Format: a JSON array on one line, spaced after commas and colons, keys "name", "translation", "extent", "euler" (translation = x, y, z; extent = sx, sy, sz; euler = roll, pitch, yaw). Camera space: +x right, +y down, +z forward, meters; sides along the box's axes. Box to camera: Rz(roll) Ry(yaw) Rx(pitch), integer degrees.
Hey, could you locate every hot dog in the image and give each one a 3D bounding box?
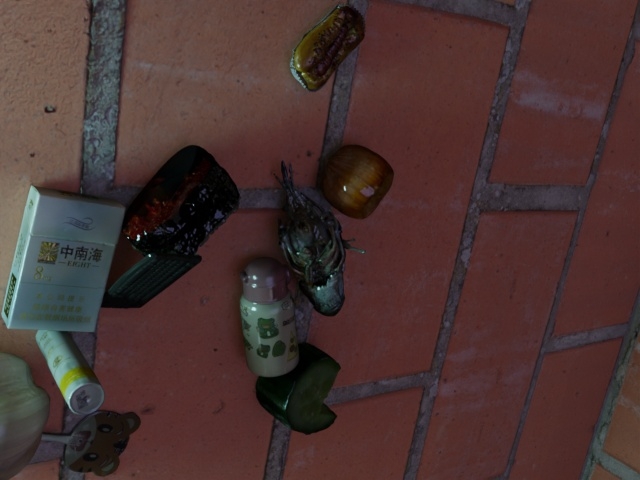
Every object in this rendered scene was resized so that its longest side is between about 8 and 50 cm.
[{"name": "hot dog", "translation": [0.015, -0.385, 1.361], "extent": [0.191, 0.059, 0.108], "euler": [-51, 134, -9]}]

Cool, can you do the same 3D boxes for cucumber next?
[{"name": "cucumber", "translation": [-0.049, 0.340, 1.581], "extent": [0.191, 0.130, 0.191], "euler": [-15, 114, -37]}]

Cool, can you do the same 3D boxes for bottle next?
[{"name": "bottle", "translation": [-0.110, 0.157, 1.456], "extent": [0.120, 0.120, 0.253], "euler": [-17, 119, -29]}]

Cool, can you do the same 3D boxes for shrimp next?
[{"name": "shrimp", "translation": [0.000, 0.002, 1.446], "extent": [0.172, 0.137, 0.372], "euler": [-14, 126, 0]}]

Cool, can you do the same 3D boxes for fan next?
[{"name": "fan", "translation": [-0.479, 0.398, 1.364], "extent": [0.227, 0.008, 0.152], "euler": [23, 95, -41]}]

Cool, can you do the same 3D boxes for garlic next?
[{"name": "garlic", "translation": [-0.556, 0.317, 1.167], "extent": [0.203, 0.185, 0.281], "euler": [-16, 118, -52]}]

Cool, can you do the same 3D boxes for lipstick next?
[{"name": "lipstick", "translation": [-0.428, 0.209, 1.158], "extent": [0.059, 0.264, 0.059], "euler": [-11, 111, -31]}]

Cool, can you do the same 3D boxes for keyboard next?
[{"name": "keyboard", "translation": [-0.281, 0.051, 1.179], "extent": [0.103, 0.041, 0.381], "euler": [5, 149, -36]}]

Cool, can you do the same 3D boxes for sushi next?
[{"name": "sushi", "translation": [-0.251, -0.059, 1.254], "extent": [0.126, 0.136, 0.225], "euler": [48, 67, -39]}]

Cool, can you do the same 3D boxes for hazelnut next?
[{"name": "hazelnut", "translation": [0.075, -0.128, 1.474], "extent": [0.150, 0.150, 0.150], "euler": [-14, 117, -31]}]

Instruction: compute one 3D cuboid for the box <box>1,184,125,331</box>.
[{"name": "box", "translation": [-0.449, 0.036, 1.196], "extent": [0.155, 0.067, 0.242], "euler": [7, 104, -39]}]
